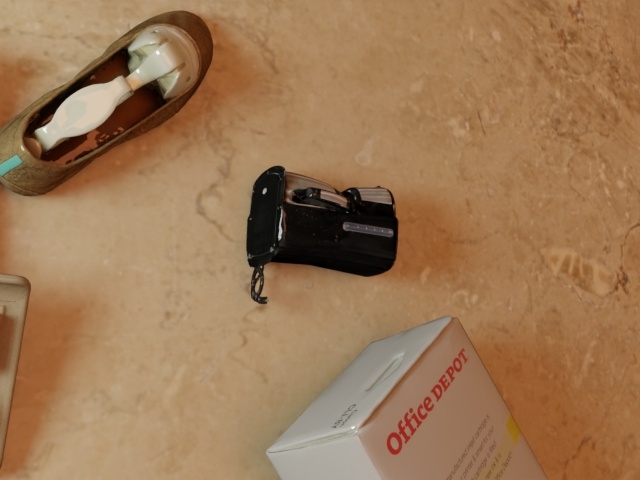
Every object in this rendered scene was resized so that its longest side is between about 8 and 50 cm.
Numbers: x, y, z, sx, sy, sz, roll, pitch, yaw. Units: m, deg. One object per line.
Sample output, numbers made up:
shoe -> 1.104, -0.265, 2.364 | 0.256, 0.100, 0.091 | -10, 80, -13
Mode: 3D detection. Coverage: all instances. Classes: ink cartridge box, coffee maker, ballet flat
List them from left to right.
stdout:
ballet flat -> -0.233, -0.176, 1.035 | 0.342, 0.124, 0.116 | -41, 102, -28
coffee maker -> 0.000, 0.000, 1.158 | 0.178, 0.120, 0.171 | 10, 100, -27
ink cartridge box -> 0.146, 0.329, 1.104 | 0.279, 0.160, 0.384 | -38, 102, -50

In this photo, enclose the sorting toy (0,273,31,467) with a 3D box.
sorting toy -> -0.455, 0.129, 0.865 | 0.307, 0.041, 0.229 | 9, 97, -28
